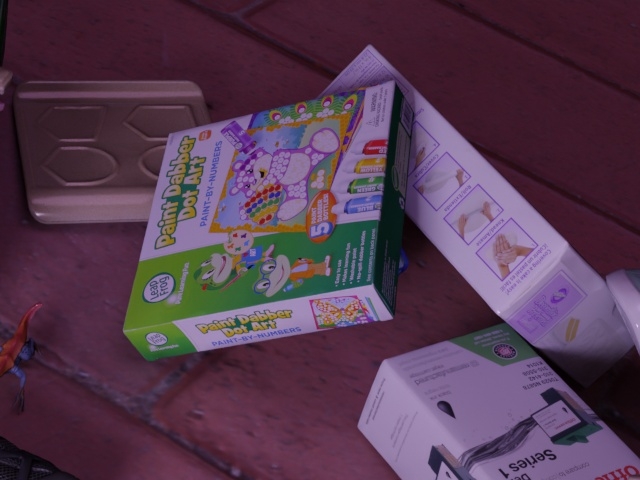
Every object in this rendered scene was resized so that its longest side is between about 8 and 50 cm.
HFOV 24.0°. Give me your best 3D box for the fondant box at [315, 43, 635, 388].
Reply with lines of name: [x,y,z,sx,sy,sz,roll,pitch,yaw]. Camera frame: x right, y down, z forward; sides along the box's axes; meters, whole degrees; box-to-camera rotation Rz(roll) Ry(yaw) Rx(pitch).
fondant box: [0.156,-0.024,1.503,0.330,0.096,0.238,49,7,36]

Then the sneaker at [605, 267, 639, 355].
sneaker: [0.356,0.045,1.388,0.094,0.151,0.256,68,20,8]

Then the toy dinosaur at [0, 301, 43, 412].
toy dinosaur: [-0.272,0.099,1.284,0.047,0.090,0.082,5,3,7]

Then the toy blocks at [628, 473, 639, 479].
toy blocks: [0.404,0.317,1.199,0.289,0.260,0.309,0,-1,-41]

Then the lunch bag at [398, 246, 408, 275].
lunch bag: [0.000,0.000,1.515,0.151,0.096,0.129,45,43,16]

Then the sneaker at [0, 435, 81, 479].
sneaker: [-0.286,0.213,1.110,0.130,0.087,0.227,30,34,19]

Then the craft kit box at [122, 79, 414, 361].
craft kit box: [-0.044,-0.020,1.390,0.247,0.061,0.250,-14,46,23]

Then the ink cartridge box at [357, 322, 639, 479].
ink cartridge box: [0.165,0.189,1.330,0.160,0.092,0.219,-14,46,-36]

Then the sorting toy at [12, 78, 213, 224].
sorting toy: [-0.255,-0.090,1.569,0.307,0.041,0.229,-2,39,-15]

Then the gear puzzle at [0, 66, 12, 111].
gear puzzle: [-0.437,-0.118,1.232,0.339,0.044,0.175,15,42,5]

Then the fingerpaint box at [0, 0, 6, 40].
fingerpaint box: [-0.490,-0.145,1.407,0.371,0.163,0.445,5,38,-10]
